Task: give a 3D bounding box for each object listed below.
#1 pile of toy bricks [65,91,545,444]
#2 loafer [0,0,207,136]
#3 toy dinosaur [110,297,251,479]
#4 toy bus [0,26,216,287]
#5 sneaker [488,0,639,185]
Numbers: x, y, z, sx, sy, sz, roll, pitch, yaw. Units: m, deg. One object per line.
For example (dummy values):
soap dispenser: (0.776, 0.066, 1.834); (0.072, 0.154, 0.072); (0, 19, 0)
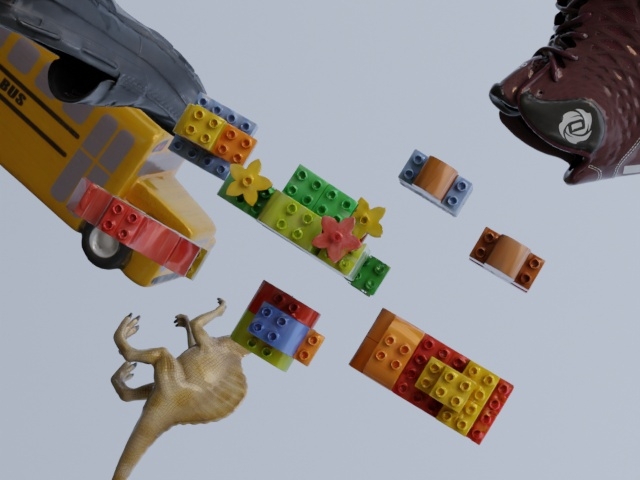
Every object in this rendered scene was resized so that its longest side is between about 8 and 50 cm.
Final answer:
pile of toy bricks: (0.000, 0.000, 0.807); (0.212, 0.118, 0.105); (30, -1, 6)
loafer: (-0.155, -0.125, 1.259); (0.076, 0.078, 0.223); (21, -14, 39)
toy dinosaur: (-0.093, 0.091, 1.152); (0.093, 0.183, 0.053); (35, -24, 32)
toy bus: (-0.223, -0.107, 1.609); (0.333, 0.108, 0.130); (41, -73, 12)
sneaker: (0.203, -0.175, 1.483); (0.106, 0.162, 0.281); (-175, -111, -80)
